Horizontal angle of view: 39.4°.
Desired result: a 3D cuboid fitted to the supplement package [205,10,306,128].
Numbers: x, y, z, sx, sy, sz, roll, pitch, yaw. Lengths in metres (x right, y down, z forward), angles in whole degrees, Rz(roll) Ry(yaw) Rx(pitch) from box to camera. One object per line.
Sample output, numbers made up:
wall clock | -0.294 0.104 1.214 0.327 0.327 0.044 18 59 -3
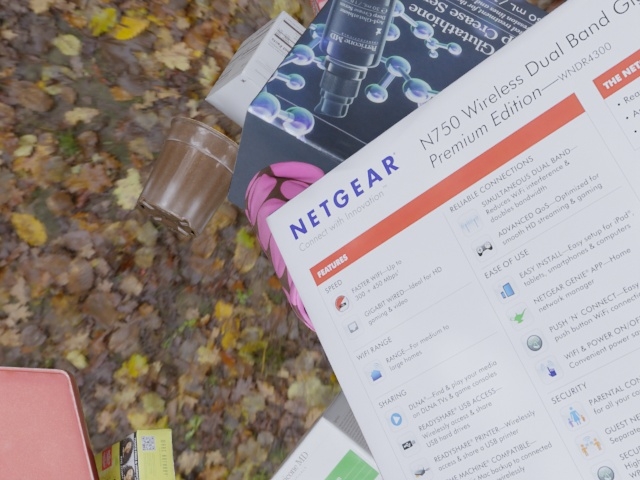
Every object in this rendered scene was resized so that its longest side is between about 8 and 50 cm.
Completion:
supplement package | -0.041 -0.253 1.623 0.262 0.204 0.145 37 71 -18

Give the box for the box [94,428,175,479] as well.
box | -0.294 0.349 1.324 0.058 0.232 0.087 9 62 -35

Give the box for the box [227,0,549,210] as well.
box | 0.104 -0.173 1.193 0.293 0.212 0.395 29 59 4

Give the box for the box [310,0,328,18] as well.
box | 0.115 -0.445 1.647 0.256 0.122 0.128 -16 78 -3

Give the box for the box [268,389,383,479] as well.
box | 0.017 0.225 0.906 0.087 0.102 0.101 39 104 7

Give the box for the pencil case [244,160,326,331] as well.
pencil case | 0.000 0.000 0.775 0.098 0.209 0.095 -23 122 -6

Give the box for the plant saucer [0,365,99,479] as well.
plant saucer | -0.415 0.282 1.240 0.259 0.048 0.259 -1 108 24

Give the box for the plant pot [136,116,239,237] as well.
plant pot | -0.232 -0.104 1.586 0.167 0.167 0.165 29 76 -4

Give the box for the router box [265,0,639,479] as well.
router box | 0.168 0.033 0.471 0.335 0.082 0.301 -33 71 27
